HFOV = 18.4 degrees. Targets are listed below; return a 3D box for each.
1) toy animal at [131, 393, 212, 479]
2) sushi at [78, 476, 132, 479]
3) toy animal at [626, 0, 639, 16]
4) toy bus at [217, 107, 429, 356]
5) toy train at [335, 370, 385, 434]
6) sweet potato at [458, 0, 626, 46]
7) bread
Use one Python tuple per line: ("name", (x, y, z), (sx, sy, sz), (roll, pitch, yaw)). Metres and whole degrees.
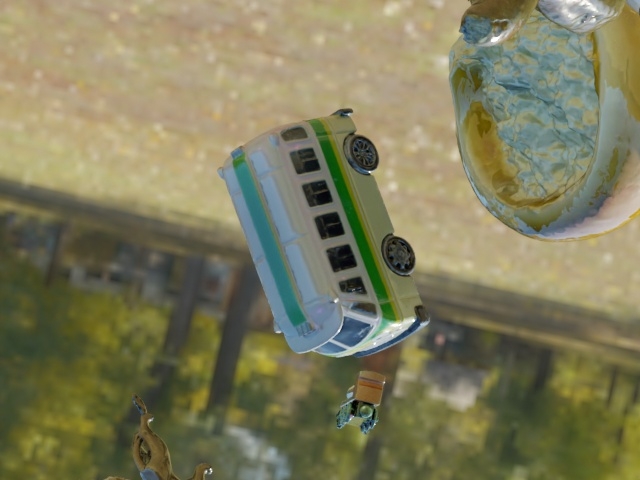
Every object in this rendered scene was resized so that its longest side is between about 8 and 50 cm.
("toy animal", (-0.168, 0.275, 2.272), (0.086, 0.220, 0.069), (-14, 165, -43))
("sushi", (-0.179, 0.436, 2.025), (0.417, 0.417, 0.176), (15, 152, -39))
("toy animal", (0.322, -0.288, 1.630), (0.165, 0.235, 0.187), (11, -177, 10))
("toy bus", (0.000, 0.000, 2.522), (0.179, 0.305, 0.143), (-10, 166, -46))
("toy train", (0.046, 0.190, 2.307), (0.044, 0.064, 0.103), (12, 167, -7))
("sweet potato", (0.149, -0.175, 1.309), (0.062, 0.081, 0.233), (-13, -178, 30))
("bread", (0.318, -0.178, 2.388), (0.245, 0.329, 0.424), (-24, -176, -24))
